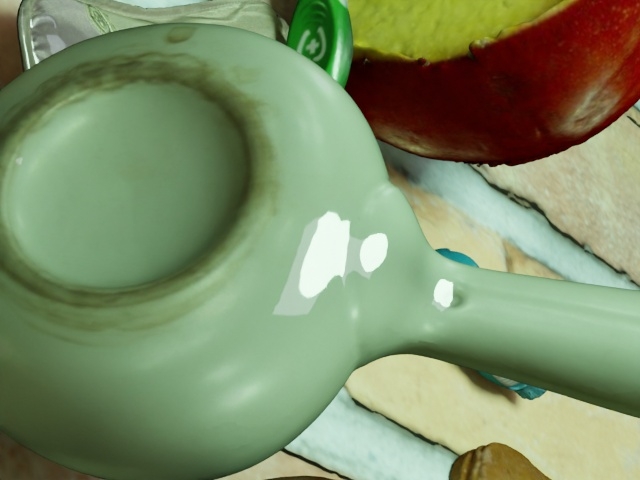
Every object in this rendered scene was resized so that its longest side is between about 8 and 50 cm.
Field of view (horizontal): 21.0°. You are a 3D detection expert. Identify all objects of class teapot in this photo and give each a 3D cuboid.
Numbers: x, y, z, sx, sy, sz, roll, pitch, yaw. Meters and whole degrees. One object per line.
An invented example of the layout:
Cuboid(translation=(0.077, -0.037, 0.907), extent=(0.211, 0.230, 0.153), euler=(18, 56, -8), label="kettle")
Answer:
Cuboid(translation=(-0.016, 0.031, 0.725), extent=(0.220, 0.318, 0.149), euler=(-52, 155, -19), label="teapot")

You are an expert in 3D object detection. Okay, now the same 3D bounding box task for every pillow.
Cuboid(translation=(-0.073, -0.068, 0.906), extent=(0.232, 0.038, 0.131), euler=(-8, 85, -56), label="pillow")

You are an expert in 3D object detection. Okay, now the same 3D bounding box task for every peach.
Cuboid(translation=(0.124, -0.128, 1.014), extent=(0.154, 0.267, 0.159), euler=(46, 38, -50), label="peach")

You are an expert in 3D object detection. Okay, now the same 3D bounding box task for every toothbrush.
Cuboid(translation=(0.002, -0.113, 0.961), extent=(0.040, 0.042, 0.418), euler=(41, 52, -42), label="toothbrush")

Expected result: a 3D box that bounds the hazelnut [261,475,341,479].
Cuboid(translation=(-0.021, 0.201, 0.695), extent=(0.170, 0.160, 0.202), euler=(-7, 78, -41), label="hazelnut")

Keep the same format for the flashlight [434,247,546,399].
Cuboid(translation=(0.100, 0.053, 1.057), extent=(0.129, 0.051, 0.051), euler=(41, 40, -36), label="flashlight")

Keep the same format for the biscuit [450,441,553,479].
Cuboid(translation=(0.140, 0.231, 1.011), extent=(0.192, 0.036, 0.186), euler=(41, 42, -30), label="biscuit")
